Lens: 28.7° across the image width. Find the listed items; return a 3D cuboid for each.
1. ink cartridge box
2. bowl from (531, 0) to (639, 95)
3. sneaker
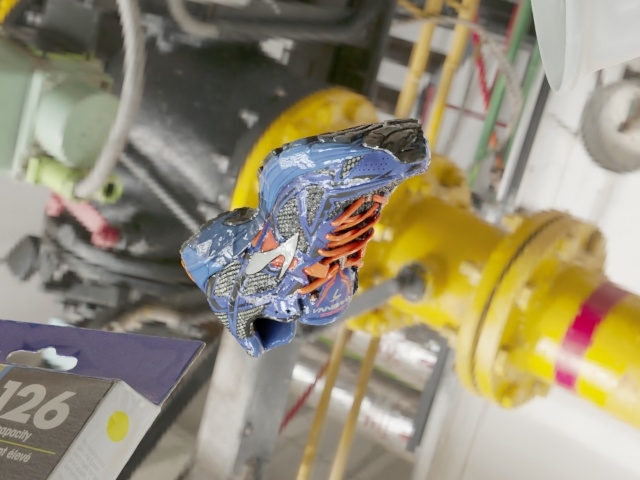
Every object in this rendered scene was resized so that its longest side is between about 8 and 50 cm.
[{"bbox_3d":[-0.287,0.156,0.945,0.303,0.072,0.307,3,-134,33],"label":"ink cartridge box"},{"bbox_3d":[0.199,-0.247,0.787,0.134,0.298,0.298,-6,-164,7],"label":"bowl"},{"bbox_3d":[0.000,0.000,0.704,0.083,0.221,0.087,-18,-103,-33],"label":"sneaker"}]
